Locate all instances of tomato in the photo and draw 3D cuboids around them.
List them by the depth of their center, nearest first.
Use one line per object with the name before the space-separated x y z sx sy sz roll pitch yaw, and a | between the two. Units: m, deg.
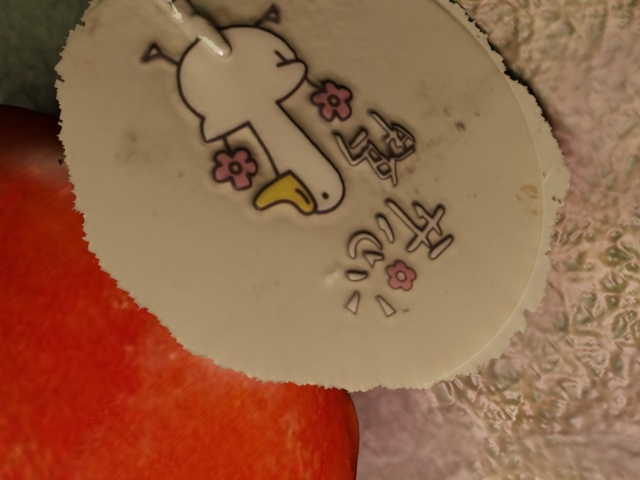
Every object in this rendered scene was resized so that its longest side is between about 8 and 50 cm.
tomato | -0.148 0.101 0.742 0.325 0.293 0.290 33 163 37

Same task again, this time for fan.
fan | -0.061 -0.102 0.681 0.415 0.233 0.012 45 147 3
